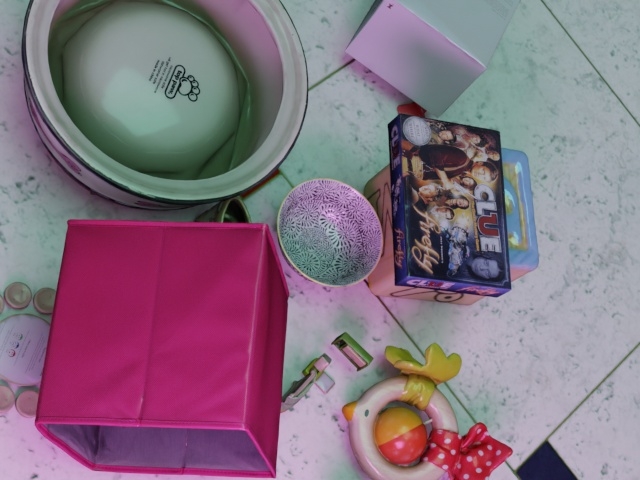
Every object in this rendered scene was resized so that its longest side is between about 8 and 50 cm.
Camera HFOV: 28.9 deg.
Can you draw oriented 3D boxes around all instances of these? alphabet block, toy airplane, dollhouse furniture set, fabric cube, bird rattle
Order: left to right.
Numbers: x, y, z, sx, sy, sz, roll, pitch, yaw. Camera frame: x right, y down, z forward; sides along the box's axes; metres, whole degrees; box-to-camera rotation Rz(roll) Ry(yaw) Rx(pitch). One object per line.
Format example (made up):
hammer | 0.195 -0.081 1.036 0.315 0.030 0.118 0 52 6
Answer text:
fabric cube | -0.184 0.140 1.553 0.259 0.254 0.258 1 68 7
dollhouse furniture set | 0.004 0.203 1.768 0.058 0.076 0.151 46 58 -2
bird rattle | 0.141 0.277 1.806 0.207 0.143 0.253 -23 95 -19
toy airplane | 0.176 -0.178 2.024 0.151 0.028 0.151 7 70 -18
alphabet block | 0.192 -0.025 1.875 0.192 0.197 0.193 9 68 -23

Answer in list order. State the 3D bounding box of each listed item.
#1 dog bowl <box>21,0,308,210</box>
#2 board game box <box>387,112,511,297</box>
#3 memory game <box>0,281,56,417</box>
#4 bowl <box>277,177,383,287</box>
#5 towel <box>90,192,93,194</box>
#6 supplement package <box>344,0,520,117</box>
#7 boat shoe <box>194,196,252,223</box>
dog bowl | -0.231 -0.224 1.756 0.408 0.150 0.407 8 70 -23
board game box | 0.179 -0.049 1.737 0.165 0.042 0.243 7 68 -23
memory game | -0.391 0.143 1.641 0.186 0.012 0.186 9 66 -22
bowl | 0.000 0.000 1.842 0.170 0.080 0.170 9 66 -22
towel | -0.297 -0.098 1.780 0.083 0.009 0.060 -14 76 -30
supplement package | 0.182 -0.349 2.003 0.194 0.149 0.203 35 50 -7
boat shoe | -0.123 0.079 1.746 0.105 0.089 0.285 -5 73 -27
